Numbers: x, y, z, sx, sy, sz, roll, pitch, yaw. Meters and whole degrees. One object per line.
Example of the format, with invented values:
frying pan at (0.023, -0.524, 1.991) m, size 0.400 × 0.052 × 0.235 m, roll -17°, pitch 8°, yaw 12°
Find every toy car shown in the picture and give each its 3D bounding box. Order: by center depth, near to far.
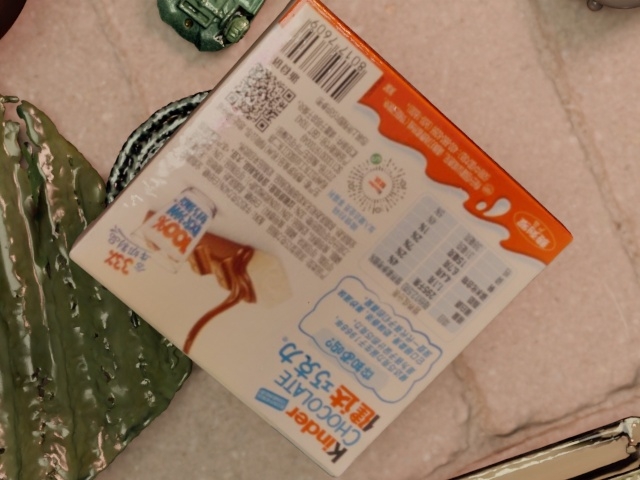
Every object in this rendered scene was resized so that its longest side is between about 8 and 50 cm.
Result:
toy car at (-0.059, -0.244, 1.227) m, size 0.093 × 0.058 × 0.186 m, roll 39°, pitch 105°, yaw 3°

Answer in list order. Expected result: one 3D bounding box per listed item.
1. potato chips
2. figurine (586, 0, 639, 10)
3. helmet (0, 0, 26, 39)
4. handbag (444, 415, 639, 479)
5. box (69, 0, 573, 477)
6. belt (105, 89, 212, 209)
potato chips at (-0.327, 0.074, 1.232) m, size 0.373 × 0.097 × 0.389 m, roll -37°, pitch 86°, yaw 5°
figurine at (0.272, -0.246, 1.152) m, size 0.093 × 0.147 × 0.197 m, roll 45°, pitch 137°, yaw -17°
helmet at (-0.332, -0.232, 1.180) m, size 0.189 × 0.193 × 0.216 m, roll 28°, pitch 53°, yaw 24°
handbag at (0.141, 0.314, 1.166) m, size 0.358 × 0.160 × 0.236 m, roll -20°, pitch 94°, yaw 5°
box at (0.000, 0.000, 1.084) m, size 0.273 × 0.048 × 0.265 m, roll 42°, pitch 101°, yaw -12°
belt at (-0.039, -0.020, 1.179) m, size 0.257 × 0.150 × 0.207 m, roll 8°, pitch 96°, yaw 2°
